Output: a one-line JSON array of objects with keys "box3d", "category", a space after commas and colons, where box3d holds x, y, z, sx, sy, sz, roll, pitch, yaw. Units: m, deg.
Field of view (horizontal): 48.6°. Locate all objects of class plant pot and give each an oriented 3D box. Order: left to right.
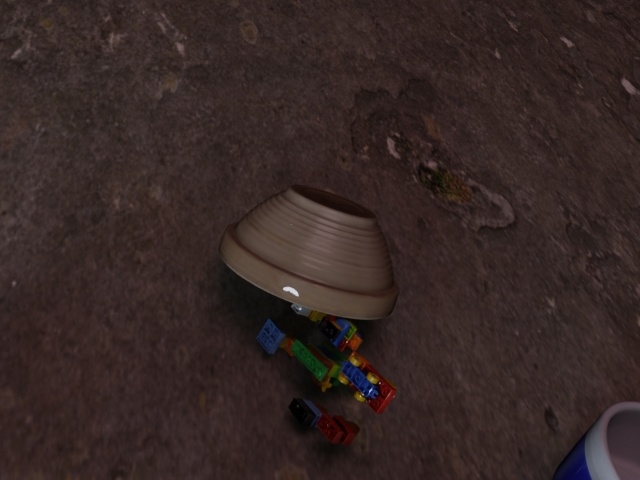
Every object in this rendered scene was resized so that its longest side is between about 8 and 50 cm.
[{"box3d": [0.000, 0.000, 0.903, 0.237, 0.110, 0.237, 20, 12, -5], "category": "plant pot"}]

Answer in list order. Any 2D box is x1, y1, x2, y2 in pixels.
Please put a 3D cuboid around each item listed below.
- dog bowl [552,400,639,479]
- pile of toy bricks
[{"box3d": [0.397, 0.313, 0.784, 0.265, 0.104, 0.265, 20, 30, -12], "category": "dog bowl"}, {"box3d": [0.019, 0.151, 0.846, 0.105, 0.118, 0.212, 23, 14, -45], "category": "pile of toy bricks"}]
